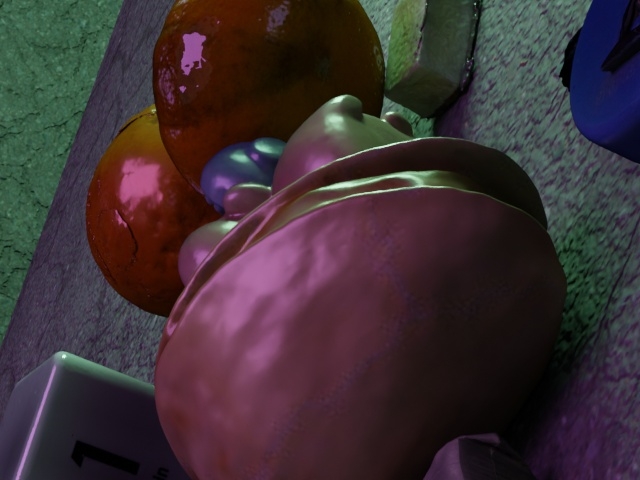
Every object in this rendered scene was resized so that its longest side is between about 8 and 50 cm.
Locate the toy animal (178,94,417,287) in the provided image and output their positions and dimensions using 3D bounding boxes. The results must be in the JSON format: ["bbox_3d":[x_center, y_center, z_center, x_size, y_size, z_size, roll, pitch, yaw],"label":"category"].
[{"bbox_3d":[0.014,0.011,1.620,0.221,0.210,0.230,-17,76,35],"label":"toy animal"}]

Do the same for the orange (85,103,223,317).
[{"bbox_3d":[-0.115,-0.029,1.979,0.240,0.240,0.240,-57,19,32],"label":"orange"}]

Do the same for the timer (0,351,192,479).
[{"bbox_3d":[-0.236,0.248,2.075,0.192,0.195,0.194,-33,38,63],"label":"timer"}]

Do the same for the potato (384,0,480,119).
[{"bbox_3d":[0.100,-0.175,1.805,0.086,0.061,0.122,-45,28,50],"label":"potato"}]

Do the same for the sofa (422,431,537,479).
[{"bbox_3d":[0.030,0.244,1.249,0.210,0.176,0.225,-56,20,35],"label":"sofa"}]

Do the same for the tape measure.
[{"bbox_3d":[0.213,-0.122,1.309,0.351,0.098,0.215,133,155,-56],"label":"tape measure"}]

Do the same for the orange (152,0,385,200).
[{"bbox_3d":[-0.051,-0.138,1.803,0.171,0.240,0.240,3,68,42],"label":"orange"}]

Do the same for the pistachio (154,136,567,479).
[{"bbox_3d":[0.027,0.067,1.399,0.321,0.238,0.229,-39,31,18],"label":"pistachio"}]
